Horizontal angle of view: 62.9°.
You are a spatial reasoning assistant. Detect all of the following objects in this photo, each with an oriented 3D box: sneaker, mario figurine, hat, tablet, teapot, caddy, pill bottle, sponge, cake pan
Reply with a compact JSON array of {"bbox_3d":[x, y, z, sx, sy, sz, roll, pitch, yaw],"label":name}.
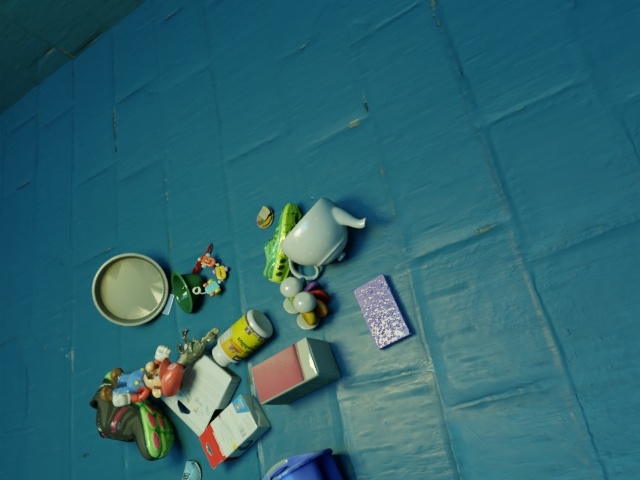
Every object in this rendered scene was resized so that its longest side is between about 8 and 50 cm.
[{"bbox_3d":[-0.145,0.001,1.861,0.123,0.109,0.296,2,72,38],"label":"sneaker"},{"bbox_3d":[-0.637,0.479,1.864,0.320,0.170,0.198,-16,71,19],"label":"mario figurine"},{"bbox_3d":[-0.473,0.165,2.077,0.173,0.183,0.209,43,139,32],"label":"hat"},{"bbox_3d":[-0.631,0.260,2.157,0.054,0.006,0.084,10,82,34],"label":"tablet"},{"bbox_3d":[0.000,0.000,1.727,0.187,0.256,0.253,42,76,-3],"label":"teapot"},{"bbox_3d":[-0.712,0.683,1.959,0.482,0.185,0.202,25,68,45],"label":"sneaker"},{"bbox_3d":[-0.088,0.735,1.528,0.341,0.241,0.179,-42,63,15],"label":"caddy"},{"bbox_3d":[-0.467,0.855,1.832,0.063,0.073,0.162,-6,73,31],"label":"sneaker"},{"bbox_3d":[-0.278,0.347,1.837,0.215,0.117,0.117,-42,58,16],"label":"pill bottle"},{"bbox_3d":[0.192,0.222,1.629,0.117,0.031,0.210,-33,61,20],"label":"sponge"},{"bbox_3d":[-0.769,0.198,2.132,0.054,0.292,0.294,180,110,-78],"label":"cake pan"}]

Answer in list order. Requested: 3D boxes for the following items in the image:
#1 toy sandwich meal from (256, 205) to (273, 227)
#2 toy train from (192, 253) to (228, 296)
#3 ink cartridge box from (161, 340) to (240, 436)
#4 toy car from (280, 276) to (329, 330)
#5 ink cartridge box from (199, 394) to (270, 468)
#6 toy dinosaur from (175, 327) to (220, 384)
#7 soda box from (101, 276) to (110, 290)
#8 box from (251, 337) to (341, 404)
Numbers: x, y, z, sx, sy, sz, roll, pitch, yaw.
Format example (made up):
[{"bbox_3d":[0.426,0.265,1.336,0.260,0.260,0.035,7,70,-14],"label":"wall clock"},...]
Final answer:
[{"bbox_3d":[-0.213,-0.088,1.980,0.085,0.029,0.086,-10,71,30],"label":"toy sandwich meal"},{"bbox_3d":[-0.423,0.139,2.014,0.125,0.046,0.167,11,68,4],"label":"toy train"},{"bbox_3d":[-0.447,0.540,1.923,0.275,0.060,0.239,28,92,35],"label":"ink cartridge box"},{"bbox_3d":[-0.045,0.193,1.736,0.136,0.159,0.182,-32,54,-20],"label":"toy car"},{"bbox_3d":[-0.295,0.650,1.781,0.231,0.078,0.134,-46,56,13],"label":"ink cartridge box"},{"bbox_3d":[-0.480,0.401,1.919,0.118,0.064,0.268,44,104,27],"label":"toy dinosaur"},{"bbox_3d":[-0.851,0.191,2.217,0.053,0.168,0.060,15,84,38],"label":"soda box"},{"bbox_3d":[-0.079,0.420,1.670,0.232,0.148,0.127,-32,60,20],"label":"box"}]
